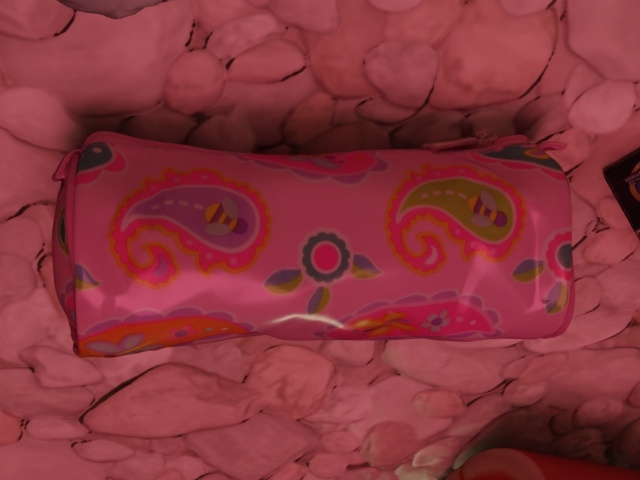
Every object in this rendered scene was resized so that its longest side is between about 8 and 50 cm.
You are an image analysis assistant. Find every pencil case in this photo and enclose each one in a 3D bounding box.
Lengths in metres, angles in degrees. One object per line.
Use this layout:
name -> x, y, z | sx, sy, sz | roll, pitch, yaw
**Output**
pencil case -> 0.000, 0.000, 0.583 | 0.284, 0.124, 0.124 | -2, 134, -14

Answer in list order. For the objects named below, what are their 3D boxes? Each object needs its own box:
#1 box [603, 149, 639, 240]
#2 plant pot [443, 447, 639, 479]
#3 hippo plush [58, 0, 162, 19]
box -> 0.336, -0.004, 0.700 | 0.216, 0.060, 0.270 | -30, 133, 15
plant pot -> 0.210, 0.292, 0.832 | 0.243, 0.275, 0.275 | 26, 123, -21
hippo plush -> -0.159, -0.122, 0.383 | 0.236, 0.294, 0.234 | -33, 161, -17
